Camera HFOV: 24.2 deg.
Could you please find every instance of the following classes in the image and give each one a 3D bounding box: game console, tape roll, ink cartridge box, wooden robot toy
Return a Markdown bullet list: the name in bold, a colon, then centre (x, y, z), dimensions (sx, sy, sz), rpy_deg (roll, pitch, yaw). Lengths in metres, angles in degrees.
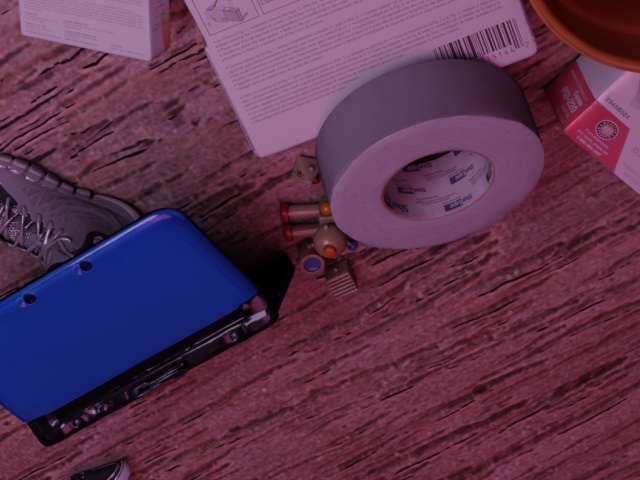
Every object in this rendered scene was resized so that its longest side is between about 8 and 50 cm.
- **game console**: centre (-0.200, 0.065, 1.525), dimensions (0.293, 0.250, 0.173), rpy_deg (-29, 102, 14)
- **tape roll**: centre (0.108, -0.081, 1.478), dimensions (0.219, 0.072, 0.219), rpy_deg (-11, 148, -7)
- **ink cartridge box**: centre (-0.210, -0.263, 1.363), dimensions (0.145, 0.045, 0.179), rpy_deg (14, 119, 20)
- **ink cartridge box**: centre (0.359, -0.159, 1.483), dimensions (0.158, 0.092, 0.218), rpy_deg (35, 113, -25)
- **ink cartridge box**: centre (0.026, -0.242, 1.412), dimensions (0.296, 0.066, 0.261), rpy_deg (-20, 123, 8)
- **wooden robot toy**: centre (0.000, 0.000, 1.567), dimensions (0.076, 0.079, 0.173), rpy_deg (-10, 124, 2)

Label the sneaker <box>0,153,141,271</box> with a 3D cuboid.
- **sneaker**: centre (-0.287, -0.009, 1.503), dimensions (0.228, 0.132, 0.086), rpy_deg (15, 122, -15)

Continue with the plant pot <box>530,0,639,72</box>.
- **plant pot**: centre (0.294, -0.318, 1.300), dimensions (0.290, 0.203, 0.291), rpy_deg (-2, 124, -3)

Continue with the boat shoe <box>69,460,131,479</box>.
- **boat shoe**: centre (-0.286, 0.297, 1.765), dimensions (0.142, 0.049, 0.040), rpy_deg (-34, 120, 20)
